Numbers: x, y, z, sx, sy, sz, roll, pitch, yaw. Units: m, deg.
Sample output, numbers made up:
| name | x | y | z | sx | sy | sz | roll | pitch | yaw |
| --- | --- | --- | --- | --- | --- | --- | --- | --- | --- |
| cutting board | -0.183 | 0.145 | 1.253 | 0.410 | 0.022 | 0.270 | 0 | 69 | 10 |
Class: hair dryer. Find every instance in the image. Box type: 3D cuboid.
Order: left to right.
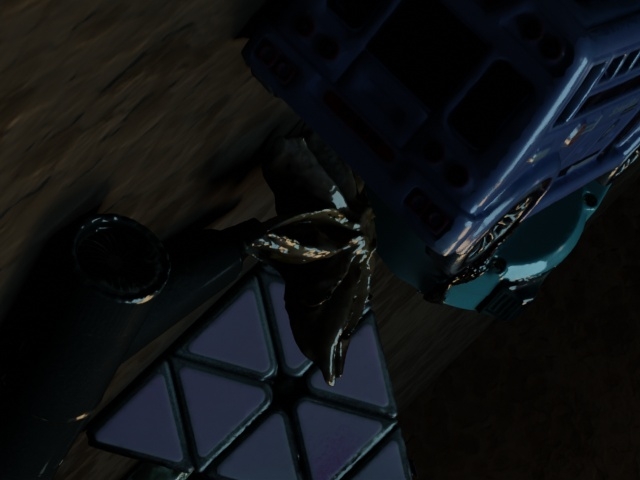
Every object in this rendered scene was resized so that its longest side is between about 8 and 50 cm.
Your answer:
| name | x | y | z | sx | sy | sz | roll | pitch | yaw |
| --- | --- | --- | --- | --- | --- | --- | --- | --- | --- |
| hair dryer | -0.070 | 0.018 | 0.832 | 0.195 | 0.050 | 0.173 | -42 | 173 | -41 |

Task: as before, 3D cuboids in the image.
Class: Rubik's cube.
| name | x | y | z | sx | sy | sz | roll | pitch | yaw |
| --- | --- | --- | --- | --- | --- | --- | --- | --- | --- |
| Rubik's cube | -0.060 | 0.068 | 1.102 | 0.178 | 0.211 | 0.190 | -14 | 122 | -32 |

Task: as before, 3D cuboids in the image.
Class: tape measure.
| name | x | y | z | sx | sy | sz | roll | pitch | yaw |
| --- | --- | --- | --- | --- | --- | --- | --- | --- | --- |
| tape measure | 0.089 | -0.027 | 1.059 | 0.146 | 0.125 | 0.081 | -53 | 180 | -34 |

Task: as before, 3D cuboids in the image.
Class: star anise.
| name | x | y | z | sx | sy | sz | roll | pitch | yaw |
| --- | --- | --- | --- | --- | --- | --- | --- | --- | --- |
| star anise | 0.001 | -0.011 | 0.902 | 0.124 | 0.056 | 0.129 | 62 | 30 | -43 |

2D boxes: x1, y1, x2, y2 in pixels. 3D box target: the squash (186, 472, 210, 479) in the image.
| name | x | y | z | sx | sy | sz | roll | pitch | yaw |
| --- | --- | --- | --- | --- | --- | --- | --- | --- | --- |
| squash | -0.046 | 0.215 | 1.429 | 0.193 | 0.156 | 0.193 | -175 | -90 | -86 |

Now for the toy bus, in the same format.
| name | x | y | z | sx | sy | sz | roll | pitch | yaw |
| --- | --- | --- | --- | --- | --- | --- | --- | --- | --- |
| toy bus | 0.094 | -0.091 | 0.798 | 0.133 | 0.125 | 0.292 | -49 | 168 | 26 |

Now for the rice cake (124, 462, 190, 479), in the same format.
| name | x | y | z | sx | sy | sz | roll | pitch | yaw |
| --- | --- | --- | --- | --- | --- | --- | --- | --- | --- |
| rice cake | -0.065 | 0.121 | 1.328 | 0.211 | 0.034 | 0.043 | -45 | 168 | 6 |
